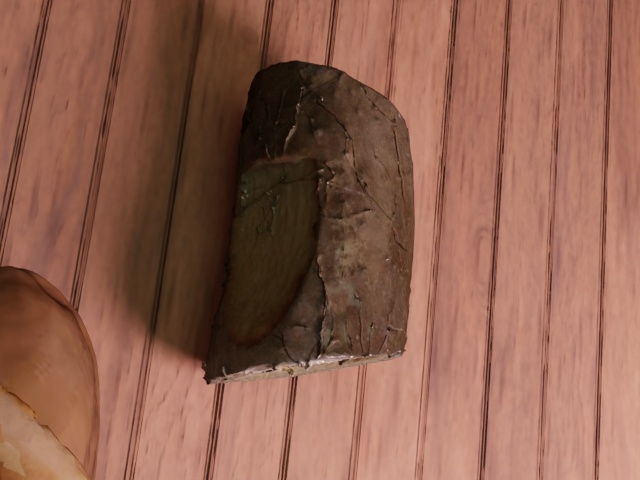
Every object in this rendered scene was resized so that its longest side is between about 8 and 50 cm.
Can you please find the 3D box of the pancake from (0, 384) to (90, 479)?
[{"bbox_3d":[-0.292,0.205,0.658,0.382,0.071,0.382,1,107,4],"label":"pancake"}]

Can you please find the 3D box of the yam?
[{"bbox_3d":[0.000,0.000,0.968,0.154,0.154,0.254,17,65,-24],"label":"yam"}]

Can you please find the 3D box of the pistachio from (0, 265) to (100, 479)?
[{"bbox_3d":[-0.225,0.138,0.800,0.260,0.163,0.212,-51,123,-43],"label":"pistachio"}]
